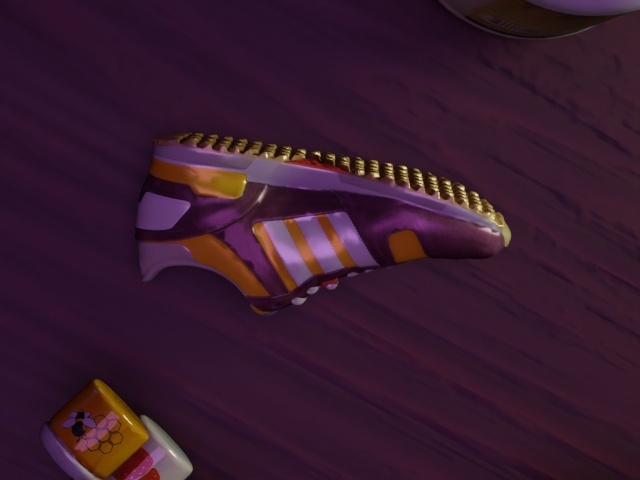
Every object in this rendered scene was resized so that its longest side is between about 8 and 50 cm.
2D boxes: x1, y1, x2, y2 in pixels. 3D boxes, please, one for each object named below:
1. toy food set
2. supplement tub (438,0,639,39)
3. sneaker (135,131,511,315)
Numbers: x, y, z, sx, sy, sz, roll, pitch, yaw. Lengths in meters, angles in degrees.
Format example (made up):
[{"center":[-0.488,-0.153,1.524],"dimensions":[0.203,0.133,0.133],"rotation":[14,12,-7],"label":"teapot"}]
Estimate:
[{"center":[-0.068,0.184,0.847],"dimensions":[0.104,0.111,0.232],"rotation":[-43,95,-2],"label":"toy food set"},{"center":[0.116,-0.172,0.807],"dimensions":[0.144,0.199,0.144],"rotation":[0,92,-5],"label":"supplement tub"},{"center":[0.000,0.000,0.875],"dimensions":[0.185,0.069,0.084],"rotation":[12,100,1],"label":"sneaker"}]
